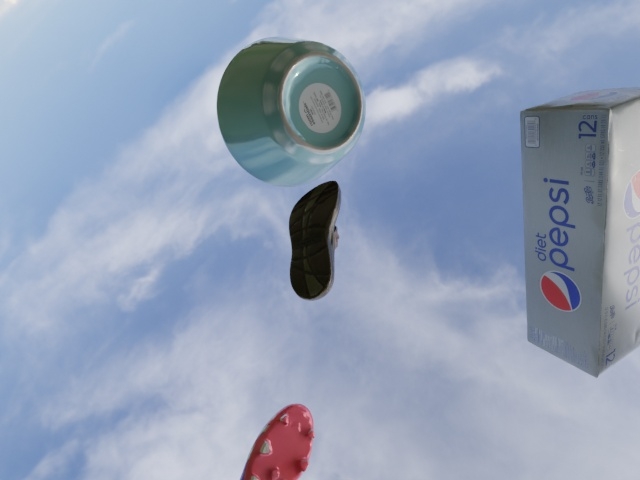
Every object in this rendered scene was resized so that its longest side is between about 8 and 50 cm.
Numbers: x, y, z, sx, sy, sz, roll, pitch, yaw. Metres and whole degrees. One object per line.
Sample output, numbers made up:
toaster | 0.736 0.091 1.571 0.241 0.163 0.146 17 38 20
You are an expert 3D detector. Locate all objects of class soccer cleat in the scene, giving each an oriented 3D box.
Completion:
soccer cleat | -0.085 0.337 0.551 0.095 0.083 0.248 -35 -154 54

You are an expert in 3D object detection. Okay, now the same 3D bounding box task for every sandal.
sandal | 0.000 0.000 0.655 0.090 0.060 0.219 -16 -128 20

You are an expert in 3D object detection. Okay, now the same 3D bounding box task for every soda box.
soda box | 0.287 -0.007 0.445 0.098 0.286 0.091 -22 -157 -21

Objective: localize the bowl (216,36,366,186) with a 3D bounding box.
bowl | -0.032 -0.262 0.826 0.311 0.311 0.163 -53 -153 -13
